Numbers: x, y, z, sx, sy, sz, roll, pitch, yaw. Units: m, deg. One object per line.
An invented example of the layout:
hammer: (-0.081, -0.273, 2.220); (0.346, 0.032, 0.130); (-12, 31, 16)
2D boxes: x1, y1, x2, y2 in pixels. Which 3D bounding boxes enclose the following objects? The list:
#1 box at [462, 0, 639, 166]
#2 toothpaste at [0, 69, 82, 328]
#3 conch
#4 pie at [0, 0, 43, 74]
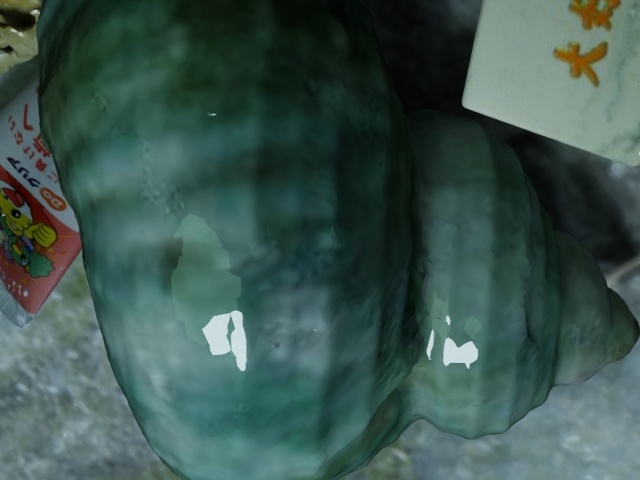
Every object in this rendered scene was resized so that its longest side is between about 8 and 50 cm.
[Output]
box: (0.191, -0.089, 0.711); (0.256, 0.069, 0.164); (21, 126, 16)
toothpaste: (-0.121, -0.041, 0.928); (0.089, 0.057, 0.234); (45, 137, -3)
conch: (0.000, 0.000, 0.794); (0.277, 0.220, 0.195); (23, 169, -8)
pie: (-0.196, -0.193, 0.872); (0.274, 0.055, 0.274); (12, 125, 17)
